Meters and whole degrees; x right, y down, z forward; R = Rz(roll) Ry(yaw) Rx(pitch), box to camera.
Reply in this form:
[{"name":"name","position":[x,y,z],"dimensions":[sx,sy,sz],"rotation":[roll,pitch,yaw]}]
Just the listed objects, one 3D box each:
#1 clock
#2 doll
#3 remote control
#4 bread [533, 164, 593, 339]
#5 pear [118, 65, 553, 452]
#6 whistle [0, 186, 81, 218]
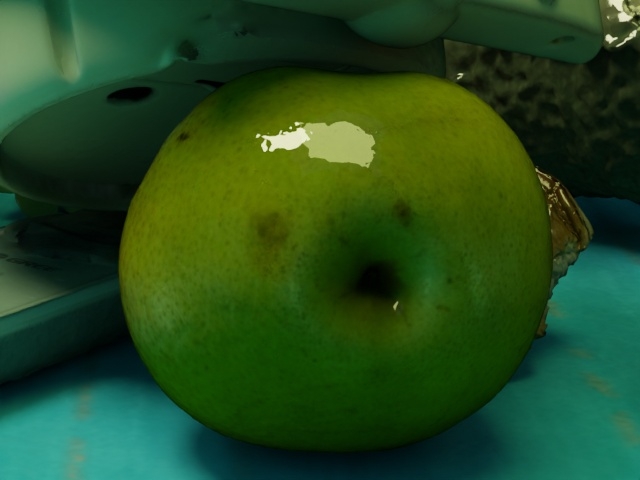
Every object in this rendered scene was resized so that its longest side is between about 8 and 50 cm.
[{"name":"clock","position":[-0.053,-0.096,0.854],"dimensions":[0.265,0.108,0.324],"rotation":[3,-19,-40]},{"name":"doll","position":[0.136,-0.133,1.124],"dimensions":[0.247,0.247,0.349],"rotation":[-11,24,-38]},{"name":"remote control","position":[-0.154,0.029,0.857],"dimensions":[0.104,0.052,0.247],"rotation":[13,19,32]},{"name":"bread","position":[0.063,0.005,0.885],"dimensions":[0.126,0.044,0.129],"rotation":[14,45,30]},{"name":"pear","position":[0.000,0.000,0.770],"dimensions":[0.180,0.166,0.216],"rotation":[-14,18,-10]},{"name":"whistle","position":[-0.141,-0.057,1.106],"dimensions":[0.105,0.085,0.227],"rotation":[6,15,19]}]
